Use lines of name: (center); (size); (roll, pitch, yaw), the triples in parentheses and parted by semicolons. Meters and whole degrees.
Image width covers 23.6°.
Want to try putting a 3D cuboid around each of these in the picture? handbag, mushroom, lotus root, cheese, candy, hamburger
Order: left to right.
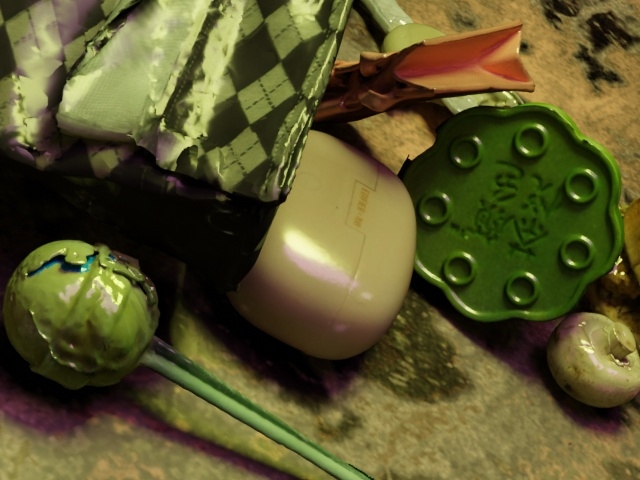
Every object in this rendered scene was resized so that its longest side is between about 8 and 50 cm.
handbag: (-0.196, -0.158, 1.029); (0.416, 0.180, 0.316); (22, 53, -6)
candy: (-0.054, 0.109, 0.989); (0.335, 0.092, 0.093); (34, -2, -16)
handbag: (0.048, -0.125, 1.225); (0.157, 0.212, 0.059); (-15, 96, -47)
cheese: (0.092, -0.184, 1.451); (0.127, 0.049, 0.235); (4, 39, -36)
lotus root: (0.168, -0.032, 1.267); (0.186, 0.186, 0.186); (23, 38, -19)
mushroom: (0.224, 0.094, 1.231); (0.084, 0.067, 0.083); (27, 38, -24)
hamburger: (0.308, 0.044, 1.316); (0.191, 0.118, 0.182); (20, 35, -27)

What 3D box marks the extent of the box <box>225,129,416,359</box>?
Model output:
box: (0.000, 0.000, 1.131); (0.146, 0.088, 0.200); (29, 37, -12)
